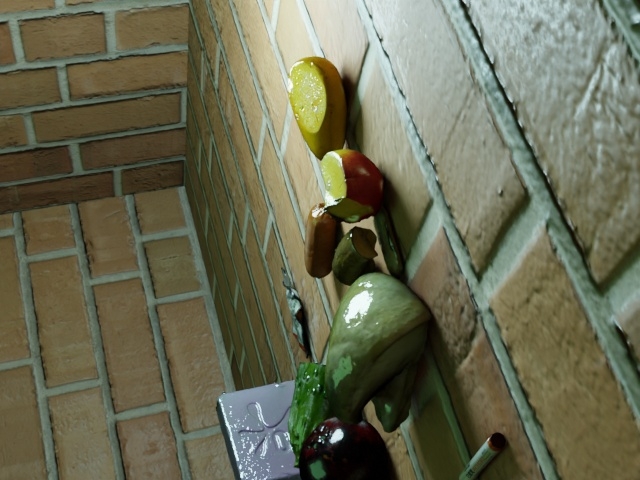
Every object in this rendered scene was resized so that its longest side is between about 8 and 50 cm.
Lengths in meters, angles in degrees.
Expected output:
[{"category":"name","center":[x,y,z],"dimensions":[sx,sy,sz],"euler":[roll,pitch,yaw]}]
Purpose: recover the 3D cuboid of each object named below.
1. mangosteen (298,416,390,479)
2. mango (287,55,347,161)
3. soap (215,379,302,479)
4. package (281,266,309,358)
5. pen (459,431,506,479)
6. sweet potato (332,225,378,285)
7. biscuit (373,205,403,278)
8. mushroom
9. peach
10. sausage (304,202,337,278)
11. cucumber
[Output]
[{"category":"mangosteen","center":[0.055,0.479,1.869],"dimensions":[0.210,0.209,0.210],"euler":[170,90,-75]},{"category":"mango","center":[0.005,-0.259,1.730],"dimensions":[0.141,0.102,0.217],"euler":[3,107,50]},{"category":"soap","center":[-0.097,0.504,2.224],"dimensions":[0.107,0.296,0.285],"euler":[99,154,-43]},{"category":"package","center":[-0.068,0.198,2.411],"dimensions":[0.166,0.040,0.232],"euler":[-124,20,-62]},{"category":"pen","center":[0.249,0.354,1.373],"dimensions":[0.218,0.026,0.026],"euler":[104,152,-56]},{"category":"sweet potato","center":[0.068,0.036,1.727],"dimensions":[0.286,0.085,0.112],"euler":[101,177,-86]},{"category":"biscuit","center":[0.125,0.002,1.611],"dimensions":[0.071,0.018,0.147],"euler":[112,144,-67]},{"category":"mushroom","center":[0.067,0.204,1.601],"dimensions":[0.217,0.212,0.292],"euler":[43,152,37]},{"category":"peach","center":[0.060,-0.104,1.596],"dimensions":[0.151,0.118,0.151],"euler":[-11,-90,-72]},{"category":"sausage","center":[0.000,0.000,1.957],"dimensions":[0.076,0.076,0.198],"euler":[-116,23,-45]},{"category":"cucumber","center":[-0.017,0.405,1.997],"dimensions":[0.134,0.134,0.245],"euler":[137,150,-72]}]
